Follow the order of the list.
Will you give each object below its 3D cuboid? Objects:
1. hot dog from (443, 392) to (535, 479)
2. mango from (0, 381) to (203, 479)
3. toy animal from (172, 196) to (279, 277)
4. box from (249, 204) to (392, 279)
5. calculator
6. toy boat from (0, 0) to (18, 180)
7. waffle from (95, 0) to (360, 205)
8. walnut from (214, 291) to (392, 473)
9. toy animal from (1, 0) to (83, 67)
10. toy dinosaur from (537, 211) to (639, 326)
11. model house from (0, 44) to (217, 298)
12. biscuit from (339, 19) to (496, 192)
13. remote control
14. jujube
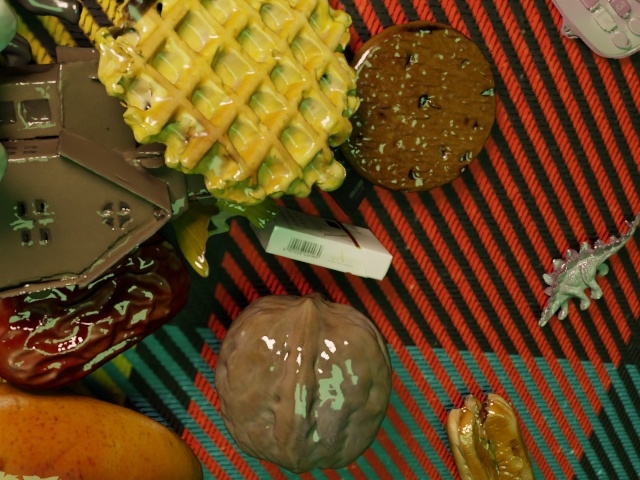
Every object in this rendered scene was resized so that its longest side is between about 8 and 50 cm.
[{"bbox_3d":[0.253,0.330,1.296,0.109,0.072,0.269,-24,117,-6],"label":"hot dog"},{"bbox_3d":[-0.286,0.270,1.010,0.350,0.199,0.201,15,90,-32],"label":"mango"},{"bbox_3d":[-0.135,-0.037,0.993,0.155,0.219,0.095,-10,142,26],"label":"toy animal"},{"bbox_3d":[0.000,0.001,1.055,0.154,0.084,0.040,14,106,-24],"label":"box"},{"bbox_3d":[0.399,-0.346,1.044,0.294,0.043,0.194,-41,122,18],"label":"calculator"},{"bbox_3d":[-0.393,-0.102,0.760,0.123,0.330,0.215,14,71,-51],"label":"toy boat"},{"bbox_3d":[-0.074,-0.188,0.870,0.307,0.060,0.312,13,70,-41],"label":"waffle"},{"bbox_3d":[-0.019,0.163,1.061,0.224,0.224,0.224,-7,115,-16],"label":"walnut"},{"bbox_3d":[-0.289,-0.272,0.827,0.146,0.114,0.245,7,112,-32],"label":"toy animal"},{"bbox_3d":[0.368,0.037,1.223,0.209,0.039,0.082,-46,117,4],"label":"toy dinosaur"},{"bbox_3d":[-0.206,-0.083,0.872,0.243,0.211,0.204,-6,116,-11],"label":"model house"},{"bbox_3d":[0.112,-0.154,1.045,0.212,0.036,0.212,-7,111,-20],"label":"biscuit"},{"bbox_3d":[-0.022,-0.128,1.014,0.245,0.025,0.063,49,62,-29],"label":"remote control"},{"bbox_3d":[-0.258,0.067,0.962,0.230,0.155,0.155,-27,119,-17],"label":"jujube"}]
